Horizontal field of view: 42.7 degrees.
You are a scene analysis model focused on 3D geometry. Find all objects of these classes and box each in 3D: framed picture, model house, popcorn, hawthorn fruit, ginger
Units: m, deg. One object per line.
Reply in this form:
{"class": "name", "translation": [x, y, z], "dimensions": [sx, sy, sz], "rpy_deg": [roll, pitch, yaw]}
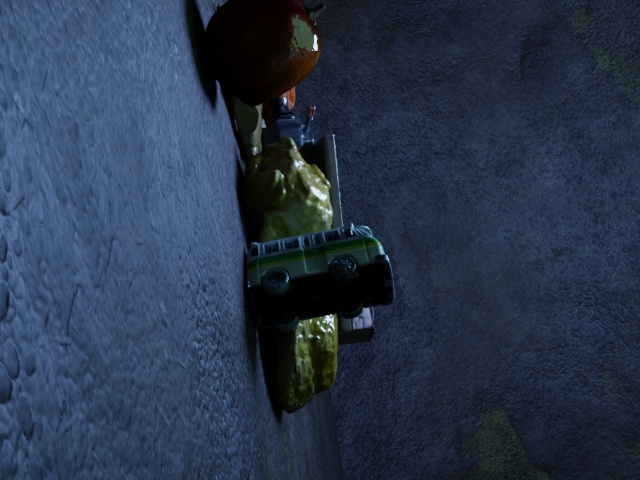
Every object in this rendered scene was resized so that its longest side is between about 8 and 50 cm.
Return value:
{"class": "framed picture", "translation": [0.000, 0.000, 1.961], "dimensions": [0.326, 0.028, 0.446], "rpy_deg": [156, -70, -74]}
{"class": "model house", "translation": [0.025, 0.204, 2.385], "dimensions": [0.237, 0.237, 0.202], "rpy_deg": [90, -10, -75]}
{"class": "popcorn", "translation": [-0.068, -0.083, 1.744], "dimensions": [0.191, 0.190, 0.253], "rpy_deg": [-76, 162, -67]}
{"class": "hawthorn fruit", "translation": [-0.093, -0.364, 1.506], "dimensions": [0.215, 0.250, 0.215], "rpy_deg": [63, -4, 7]}
{"class": "ginger", "translation": [-0.158, -0.289, 1.763], "dimensions": [0.294, 0.086, 0.131], "rpy_deg": [91, -22, -49]}

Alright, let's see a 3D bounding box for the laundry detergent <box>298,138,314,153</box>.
{"class": "laundry detergent", "translation": [-0.060, -0.158, 2.297], "dimensions": [0.215, 0.105, 0.280], "rpy_deg": [22, 75, -68]}

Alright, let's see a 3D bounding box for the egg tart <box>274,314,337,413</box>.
{"class": "egg tart", "translation": [-0.025, 0.223, 1.764], "dimensions": [0.319, 0.128, 0.318], "rpy_deg": [4, 90, -90]}

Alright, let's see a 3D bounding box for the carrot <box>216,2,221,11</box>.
{"class": "carrot", "translation": [-0.196, -0.436, 1.822], "dimensions": [0.216, 0.048, 0.048], "rpy_deg": [72, 8, -46]}

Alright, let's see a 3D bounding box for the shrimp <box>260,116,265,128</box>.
{"class": "shrimp", "translation": [-0.140, -0.293, 2.206], "dimensions": [0.360, 0.085, 0.246], "rpy_deg": [55, 30, -72]}

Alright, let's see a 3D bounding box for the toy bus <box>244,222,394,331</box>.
{"class": "toy bus", "translation": [-0.006, 0.064, 1.595], "dimensions": [0.164, 0.276, 0.133], "rpy_deg": [-102, -178, -48]}

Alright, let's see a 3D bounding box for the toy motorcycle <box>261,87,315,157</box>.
{"class": "toy motorcycle", "translation": [-0.098, -0.336, 1.950], "dimensions": [0.221, 0.148, 0.325], "rpy_deg": [106, -27, -61]}

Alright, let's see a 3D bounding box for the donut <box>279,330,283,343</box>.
{"class": "donut", "translation": [-0.067, 0.223, 2.042], "dimensions": [0.174, 0.068, 0.174], "rpy_deg": [169, -90, -90]}
